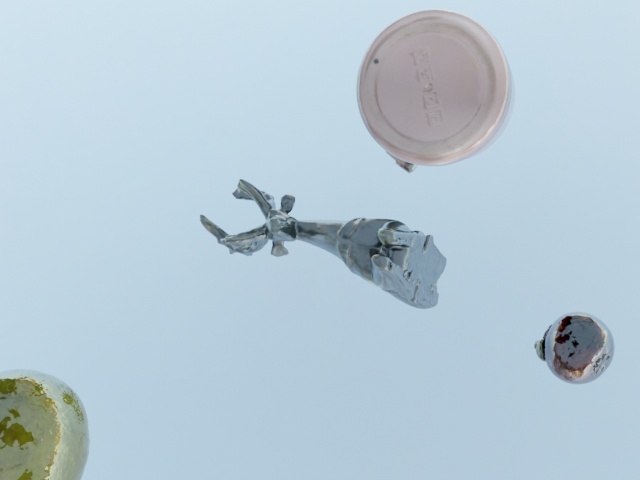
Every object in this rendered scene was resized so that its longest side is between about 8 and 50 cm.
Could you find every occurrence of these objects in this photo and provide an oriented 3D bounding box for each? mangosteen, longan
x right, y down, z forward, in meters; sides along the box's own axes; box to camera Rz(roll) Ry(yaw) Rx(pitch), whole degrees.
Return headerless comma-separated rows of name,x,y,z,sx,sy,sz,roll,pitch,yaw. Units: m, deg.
mangosteen,0.279,0.115,0.853,0.080,0.081,0.081,-3,-116,6
longan,-0.143,0.097,0.363,0.075,0.083,0.075,1,-95,-16

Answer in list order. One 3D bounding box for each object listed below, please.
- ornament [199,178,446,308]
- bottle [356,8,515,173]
ornament,0.000,0.000,0.813,0.236,0.202,0.080,13,-97,25
bottle,0.146,-0.172,0.987,0.173,0.297,0.206,43,-73,6
